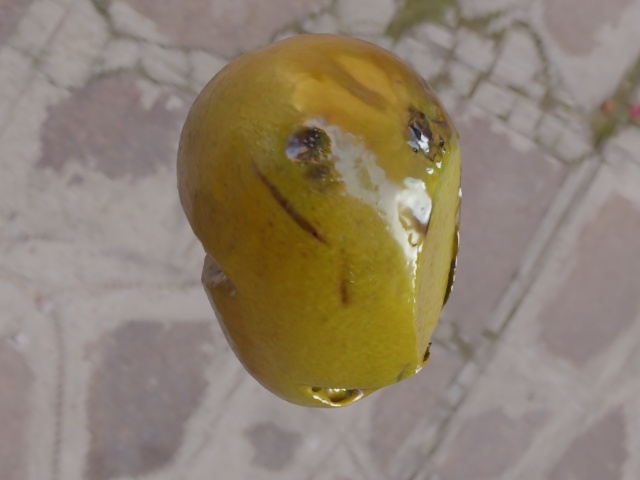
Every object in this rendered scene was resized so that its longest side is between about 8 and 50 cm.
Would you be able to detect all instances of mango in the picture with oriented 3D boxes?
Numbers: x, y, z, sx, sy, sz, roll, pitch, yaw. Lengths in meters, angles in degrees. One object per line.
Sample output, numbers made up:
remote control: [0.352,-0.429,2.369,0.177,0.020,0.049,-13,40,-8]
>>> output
mango: [0.000,0.000,1.095,0.130,0.167,0.262,-46,148,-35]
